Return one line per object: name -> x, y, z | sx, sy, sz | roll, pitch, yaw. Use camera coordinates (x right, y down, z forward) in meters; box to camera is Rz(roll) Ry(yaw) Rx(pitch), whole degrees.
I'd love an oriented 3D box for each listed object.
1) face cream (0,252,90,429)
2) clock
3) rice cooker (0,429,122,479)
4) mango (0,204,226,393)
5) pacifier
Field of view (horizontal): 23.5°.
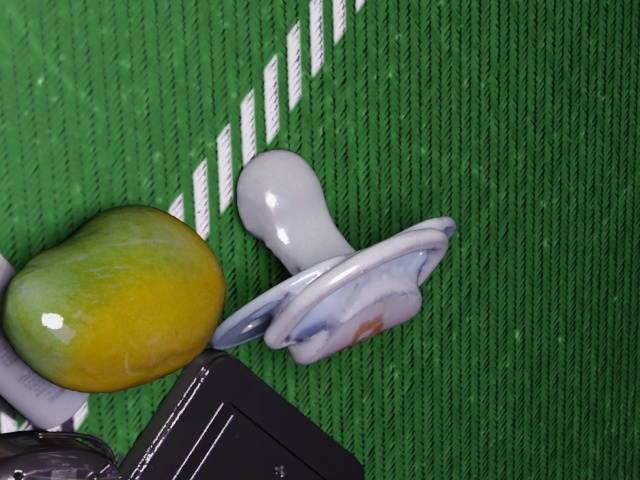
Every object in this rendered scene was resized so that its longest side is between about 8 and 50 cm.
face cream -> -0.276, 0.078, 1.332 | 0.084, 0.057, 0.198 | -48, 125, -23
clock -> -0.094, 0.283, 1.544 | 0.279, 0.049, 0.273 | 43, 73, -39
rice cooker -> -0.252, 0.228, 1.362 | 0.165, 0.106, 0.112 | -2, 99, -29
mango -> -0.175, 0.053, 1.335 | 0.251, 0.114, 0.156 | -28, 107, -62
pacifier -> 0.000, 0.000, 1.490 | 0.279, 0.227, 0.207 | -21, 75, -35
